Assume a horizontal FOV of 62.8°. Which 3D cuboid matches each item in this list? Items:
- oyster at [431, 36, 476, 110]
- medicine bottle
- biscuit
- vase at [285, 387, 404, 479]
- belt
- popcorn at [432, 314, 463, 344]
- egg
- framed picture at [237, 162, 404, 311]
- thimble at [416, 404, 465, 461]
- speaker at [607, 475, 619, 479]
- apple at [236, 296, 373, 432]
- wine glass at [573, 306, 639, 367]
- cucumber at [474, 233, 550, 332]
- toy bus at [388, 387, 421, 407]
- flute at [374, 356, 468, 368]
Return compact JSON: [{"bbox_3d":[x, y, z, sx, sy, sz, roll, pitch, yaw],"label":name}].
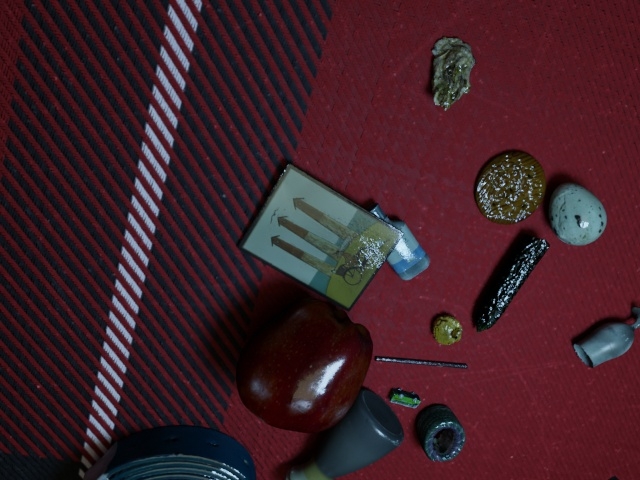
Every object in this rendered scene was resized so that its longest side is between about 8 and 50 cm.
[{"bbox_3d":[0.305,-0.377,1.199,0.108,0.053,0.165,4,99,-21],"label":"oyster"},{"bbox_3d":[0.182,0.000,1.290,0.090,0.053,0.208,-36,108,6],"label":"medicine bottle"},{"bbox_3d":[0.478,-0.129,1.312,0.188,0.027,0.187,-2,106,-8],"label":"biscuit"},{"bbox_3d":[0.053,0.557,1.387,0.173,0.173,0.321,40,102,-18],"label":"vase"},{"bbox_3d":[-0.378,0.641,1.335,0.437,0.173,0.300,1,98,-13],"label":"belt"},{"bbox_3d":[0.339,0.241,1.375,0.084,0.084,0.084,-3,107,-8],"label":"popcorn"},{"bbox_3d":[0.631,-0.066,1.304,0.131,0.131,0.164,-36,98,3],"label":"egg"},{"bbox_3d":[0.000,0.000,1.256,0.324,0.013,0.244,30,105,-10],"label":"framed picture"},{"bbox_3d":[0.332,0.534,1.456,0.119,0.090,0.135,-4,108,-7],"label":"thimble"},{"bbox_3d":[0.864,0.814,1.649,0.191,0.046,0.040,-29,108,0],"label":"speaker"},{"bbox_3d":[-0.037,0.296,1.235,0.288,0.288,0.316,36,90,-17],"label":"apple"},{"bbox_3d":[0.811,0.271,1.453,0.202,0.093,0.093,-29,109,0],"label":"wine glass"},{"bbox_3d":[0.485,0.118,1.364,0.072,0.072,0.300,27,101,-15],"label":"cucumber"},{"bbox_3d":[0.232,0.433,1.442,0.083,0.031,0.037,19,110,-14],"label":"toy bus"},{"bbox_3d":[0.277,0.333,1.427,0.270,0.014,0.014,7,105,-11],"label":"flute"}]
